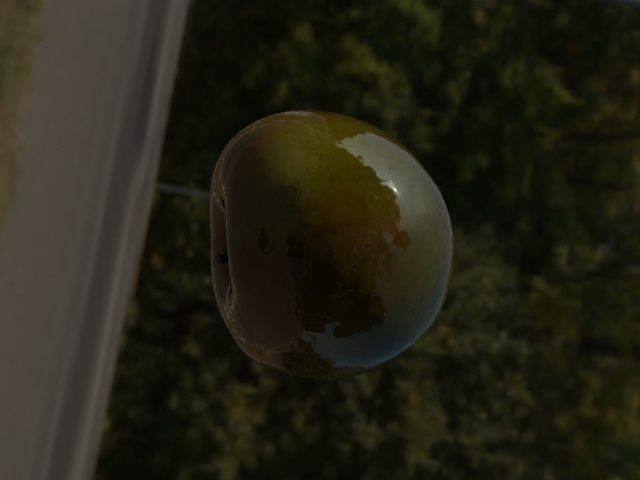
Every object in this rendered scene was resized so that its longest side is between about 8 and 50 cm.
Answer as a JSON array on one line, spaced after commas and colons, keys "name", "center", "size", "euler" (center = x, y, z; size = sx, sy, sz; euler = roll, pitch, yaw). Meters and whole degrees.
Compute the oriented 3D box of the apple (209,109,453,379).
[{"name": "apple", "center": [0.000, 0.000, 0.589], "size": [0.089, 0.074, 0.089], "euler": [54, -26, 42]}]
